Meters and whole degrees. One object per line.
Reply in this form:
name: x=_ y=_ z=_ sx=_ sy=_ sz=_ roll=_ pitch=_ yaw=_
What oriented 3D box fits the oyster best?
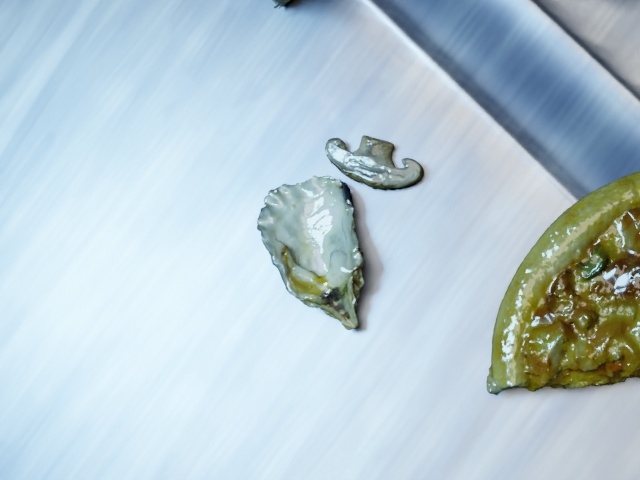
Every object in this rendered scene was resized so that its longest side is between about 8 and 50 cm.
oyster: x=0.000 y=0.000 z=1.335 sx=0.146 sy=0.045 sz=0.122 roll=31 pitch=91 yaw=23

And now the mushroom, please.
mushroom: x=0.051 y=-0.076 z=1.350 sx=0.101 sy=0.019 sz=0.049 roll=15 pitch=84 yaw=14

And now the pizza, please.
pizza: x=0.275 y=0.056 z=1.257 sx=0.292 sy=0.058 sz=0.197 roll=-44 pitch=75 yaw=2

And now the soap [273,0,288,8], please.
soap: x=0.008 y=-0.411 z=1.271 sx=0.338 sy=0.304 sz=0.169 roll=-43 pitch=78 yaw=3
